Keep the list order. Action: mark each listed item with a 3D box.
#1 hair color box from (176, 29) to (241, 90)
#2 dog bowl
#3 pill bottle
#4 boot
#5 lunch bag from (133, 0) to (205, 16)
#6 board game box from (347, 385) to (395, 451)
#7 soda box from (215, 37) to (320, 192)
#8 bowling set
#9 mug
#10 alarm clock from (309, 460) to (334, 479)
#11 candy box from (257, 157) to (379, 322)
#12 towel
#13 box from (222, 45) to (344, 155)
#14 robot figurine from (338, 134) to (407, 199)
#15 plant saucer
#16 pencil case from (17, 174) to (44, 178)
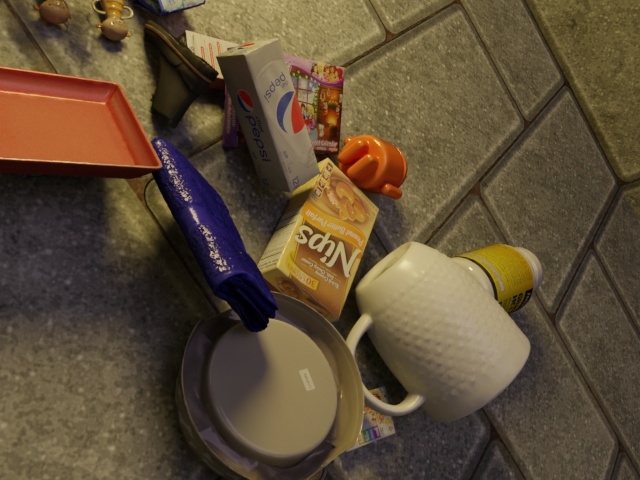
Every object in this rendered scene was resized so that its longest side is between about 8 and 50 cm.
[{"bbox_3d":[-0.215,-0.365,1.321,0.167,0.053,0.093,2,75,-44],"label":"hair color box"},{"bbox_3d":[-0.093,0.264,1.113,0.348,0.102,0.349,19,51,-25],"label":"dog bowl"},{"bbox_3d":[0.437,0.112,1.654,0.334,0.188,0.188,-13,84,-44],"label":"pill bottle"},{"bbox_3d":[-0.302,-0.320,1.214,0.198,0.137,0.077,43,10,27],"label":"boot"},{"bbox_3d":[-0.314,-0.516,1.256,0.151,0.096,0.129,53,46,-2],"label":"lunch bag"},{"bbox_3d":[0.089,0.375,1.345,0.154,0.026,0.103,-4,78,-44],"label":"board game box"},{"bbox_3d":[-0.098,-0.241,1.250,0.091,0.098,0.286,-36,122,-32],"label":"soda box"},{"bbox_3d":[-0.426,-0.467,1.069,0.287,0.200,0.154,1,75,-39],"label":"bowling set"},{"bbox_3d":[0.209,0.207,1.370,0.374,0.276,0.328,-41,94,-22],"label":"mug"},{"bbox_3d":[-0.062,0.391,1.173,0.192,0.064,0.129,53,47,-18],"label":"alarm clock"},{"bbox_3d":[0.000,0.000,1.359,0.183,0.087,0.316,42,49,-24],"label":"candy box"},{"bbox_3d":[-0.175,-0.012,1.059,0.308,0.076,0.228,57,-5,27],"label":"towel"},{"bbox_3d":[-0.073,-0.292,1.373,0.293,0.057,0.201,-3,100,-44],"label":"box"},{"bbox_3d":[0.126,-0.178,1.499,0.219,0.158,0.128,8,100,-60],"label":"robot figurine"},{"bbox_3d":[-0.410,-0.178,0.989,0.259,0.048,0.258,-2,42,-37],"label":"plant saucer"},{"bbox_3d":[-0.420,-0.139,1.033,0.151,0.070,0.064,-16,86,-44],"label":"pencil case"}]
